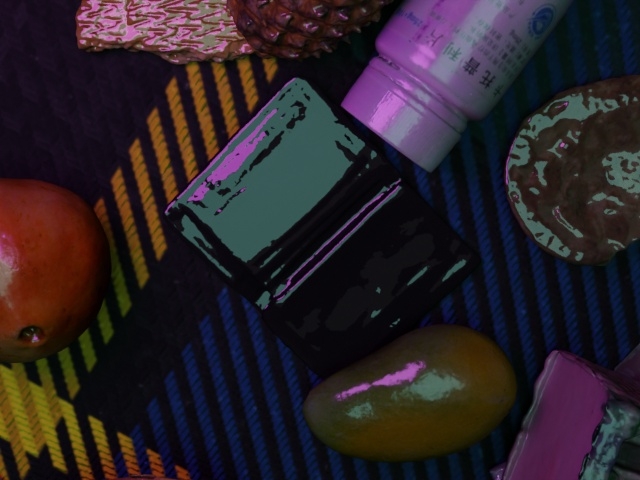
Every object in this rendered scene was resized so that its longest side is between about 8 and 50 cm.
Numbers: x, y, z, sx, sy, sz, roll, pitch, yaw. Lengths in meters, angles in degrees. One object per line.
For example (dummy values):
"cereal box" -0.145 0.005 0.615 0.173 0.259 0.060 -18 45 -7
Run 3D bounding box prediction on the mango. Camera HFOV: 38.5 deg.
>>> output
"mango" 0.107 0.189 1.081 0.251 0.114 0.157 -21 116 -2

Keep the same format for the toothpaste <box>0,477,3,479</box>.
"toothpaste" -0.388 0.358 1.138 0.075 0.048 0.301 -42 106 -8

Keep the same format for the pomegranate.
"pomegranate" -0.328 0.028 0.996 0.209 0.209 0.209 0 101 -2

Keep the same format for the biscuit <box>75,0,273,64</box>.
"biscuit" -0.161 -0.271 1.026 0.224 0.033 0.145 -1 99 -2

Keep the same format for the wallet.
"wallet" 0.000 0.000 1.081 0.247 0.041 0.323 -43 103 7

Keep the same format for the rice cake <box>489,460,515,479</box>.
"rice cake" 0.258 0.366 1.168 0.042 0.030 0.180 -24 101 -1

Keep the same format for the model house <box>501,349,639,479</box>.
"model house" 0.358 0.283 1.050 0.237 0.202 0.237 20 93 -8

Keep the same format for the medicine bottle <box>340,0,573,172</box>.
"medicine bottle" 0.146 -0.210 0.988 0.152 0.152 0.255 34 98 -8

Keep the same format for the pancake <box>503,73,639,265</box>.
"pancake" 0.332 -0.083 1.075 0.222 0.042 0.236 41 94 -4

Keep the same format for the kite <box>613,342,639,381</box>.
"kite" 0.520 0.101 1.129 0.204 0.022 0.360 30 103 -7

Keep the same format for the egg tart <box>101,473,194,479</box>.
"egg tart" -0.223 0.420 1.101 0.341 0.129 0.341 -3 100 -14

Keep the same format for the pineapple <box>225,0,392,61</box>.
"pineapple" 0.039 -0.281 0.915 0.278 0.158 0.158 -12 105 40
